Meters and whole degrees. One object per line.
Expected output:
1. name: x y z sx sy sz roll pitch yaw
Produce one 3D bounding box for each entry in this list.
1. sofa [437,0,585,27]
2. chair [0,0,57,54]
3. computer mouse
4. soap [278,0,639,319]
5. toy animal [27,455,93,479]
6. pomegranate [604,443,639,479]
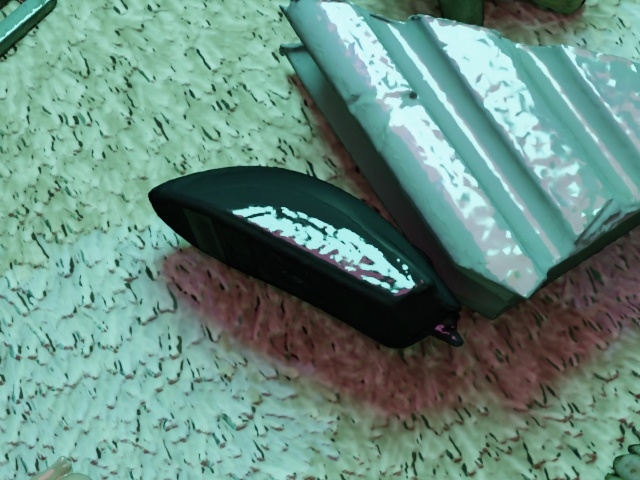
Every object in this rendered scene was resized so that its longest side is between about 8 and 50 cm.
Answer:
1. sofa: 0.116 -0.316 1.198 0.182 0.200 0.258 -7 72 10
2. chair: -0.361 -0.172 1.172 0.136 0.147 0.270 41 78 14
3. computer mouse: 0.000 0.000 1.107 0.264 0.147 0.088 30 78 8
4. soap: 0.150 -0.115 1.137 0.257 0.159 0.302 -32 76 -6
5. toy animal: -0.206 0.217 1.073 0.150 0.083 0.089 -7 29 8
6. pomegranate: 0.296 0.201 1.039 0.209 0.180 0.180 19 68 48
